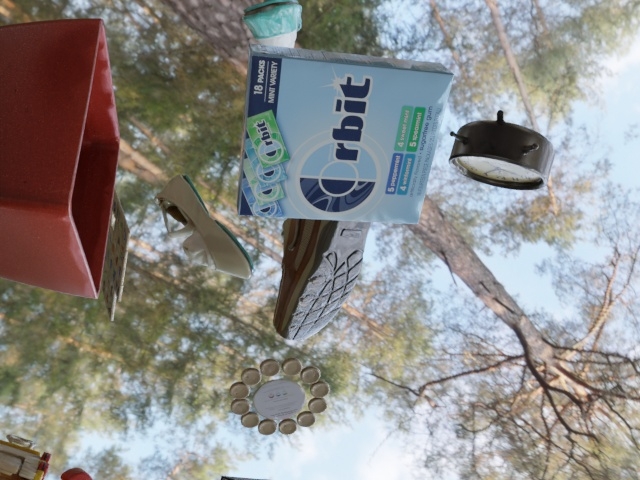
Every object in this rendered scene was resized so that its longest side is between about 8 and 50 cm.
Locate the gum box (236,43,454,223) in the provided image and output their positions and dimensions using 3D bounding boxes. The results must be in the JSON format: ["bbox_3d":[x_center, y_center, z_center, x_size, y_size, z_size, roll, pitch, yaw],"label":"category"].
[{"bbox_3d":[0.018,-0.096,0.601,0.041,0.184,0.157,-106,-158,-58],"label":"gum box"}]

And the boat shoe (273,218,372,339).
[{"bbox_3d":[0.000,0.000,1.009,0.120,0.122,0.324,32,-76,39],"label":"boat shoe"}]

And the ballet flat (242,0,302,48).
[{"bbox_3d":[-0.062,-0.324,0.955,0.083,0.087,0.247,-10,-157,6],"label":"ballet flat"}]

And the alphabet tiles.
[{"bbox_3d":[-0.421,0.035,1.283,0.198,0.009,0.237,52,-47,49],"label":"alphabet tiles"}]

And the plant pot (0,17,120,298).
[{"bbox_3d":[-0.395,-0.100,0.783,0.235,0.267,0.267,4,-117,-11],"label":"plant pot"}]

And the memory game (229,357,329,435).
[{"bbox_3d":[-0.074,0.287,1.153,0.186,0.186,0.012,-38,-154,13],"label":"memory game"}]

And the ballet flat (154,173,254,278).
[{"bbox_3d":[-0.198,-0.012,1.018,0.086,0.086,0.248,-46,-125,6],"label":"ballet flat"}]

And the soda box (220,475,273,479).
[{"bbox_3d":[-0.095,0.397,0.966,0.060,0.169,0.053,6,-109,26],"label":"soda box"}]

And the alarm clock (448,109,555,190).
[{"bbox_3d":[0.245,-0.108,0.843,0.129,0.192,0.064,14,-100,24],"label":"alarm clock"}]

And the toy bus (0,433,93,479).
[{"bbox_3d":[-0.403,0.304,0.776,0.191,0.202,0.104,10,-111,28],"label":"toy bus"}]
